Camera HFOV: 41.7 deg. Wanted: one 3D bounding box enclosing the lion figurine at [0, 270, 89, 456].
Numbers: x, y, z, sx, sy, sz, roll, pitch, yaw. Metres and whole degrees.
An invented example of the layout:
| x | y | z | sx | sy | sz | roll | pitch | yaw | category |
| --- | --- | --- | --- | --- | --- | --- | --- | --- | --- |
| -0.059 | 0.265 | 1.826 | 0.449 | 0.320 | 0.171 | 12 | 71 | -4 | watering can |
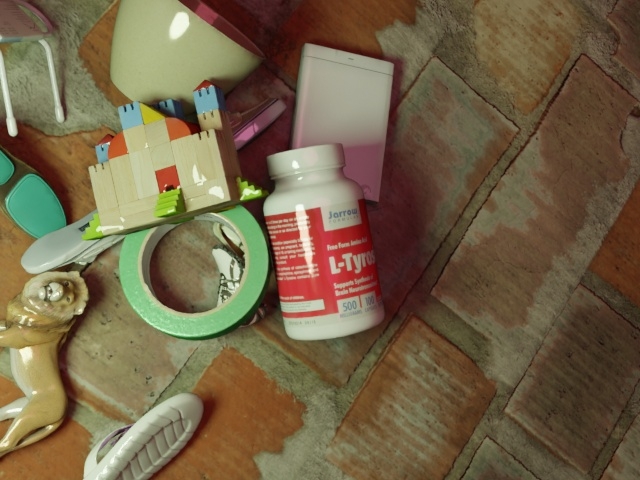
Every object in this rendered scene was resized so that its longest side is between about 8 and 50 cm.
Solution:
| x | y | z | sx | sy | sz | roll | pitch | yaw | category |
| --- | --- | --- | --- | --- | --- | --- | --- | --- | --- |
| -0.590 | 0.262 | 1.736 | 0.240 | 0.142 | 0.393 | -6 | 99 | -25 | lion figurine |

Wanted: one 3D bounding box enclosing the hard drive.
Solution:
| x | y | z | sx | sy | sz | roll | pitch | yaw | category |
| --- | --- | --- | --- | --- | --- | --- | --- | --- | --- |
| 0.047 | -0.280 | 2.029 | 0.232 | 0.047 | 0.353 | 10 | 81 | -16 | hard drive |

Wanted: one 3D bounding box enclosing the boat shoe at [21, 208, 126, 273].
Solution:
| x | y | z | sx | sy | sz | roll | pitch | yaw | category |
| --- | --- | --- | --- | --- | --- | --- | --- | --- | --- |
| -0.506 | 0.011 | 1.795 | 0.258 | 0.095 | 0.084 | -30 | 136 | -21 | boat shoe |

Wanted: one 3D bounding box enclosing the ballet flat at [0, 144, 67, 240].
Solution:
| x | y | z | sx | sy | sz | roll | pitch | yaw | category |
| --- | --- | --- | --- | --- | --- | --- | --- | --- | --- |
| -0.657 | -0.126 | 1.731 | 0.116 | 0.124 | 0.342 | -53 | 139 | -14 | ballet flat |

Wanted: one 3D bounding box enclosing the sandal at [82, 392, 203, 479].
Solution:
| x | y | z | sx | sy | sz | roll | pitch | yaw | category |
| --- | --- | --- | --- | --- | --- | --- | --- | --- | --- |
| -0.424 | 0.457 | 1.759 | 0.102 | 0.169 | 0.416 | 35 | 70 | 32 | sandal |

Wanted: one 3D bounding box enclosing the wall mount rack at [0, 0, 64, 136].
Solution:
| x | y | z | sx | sy | sz | roll | pitch | yaw | category |
| --- | --- | --- | --- | --- | --- | --- | --- | --- | --- |
| -0.649 | -0.379 | 1.727 | 0.130 | 0.350 | 0.304 | -42 | 94 | 19 | wall mount rack |

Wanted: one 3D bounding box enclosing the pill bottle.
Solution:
| x | y | z | sx | sy | sz | roll | pitch | yaw | category |
| --- | --- | --- | --- | --- | --- | --- | --- | --- | --- |
| 0.000 | 0.000 | 1.863 | 0.228 | 0.229 | 0.408 | -12 | 94 | -18 | pill bottle |

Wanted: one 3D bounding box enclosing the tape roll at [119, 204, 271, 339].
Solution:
| x | y | z | sx | sy | sz | roll | pitch | yaw | category |
| --- | --- | --- | --- | --- | --- | --- | --- | --- | --- |
| -0.269 | 0.054 | 1.822 | 0.321 | 0.077 | 0.322 | 0 | 77 | 0 | tape roll |

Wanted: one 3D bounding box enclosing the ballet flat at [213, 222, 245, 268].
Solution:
| x | y | z | sx | sy | sz | roll | pitch | yaw | category |
| --- | --- | --- | --- | --- | --- | --- | --- | --- | --- |
| -0.181 | 0.018 | 1.918 | 0.168 | 0.052 | 0.057 | 44 | 73 | -8 | ballet flat |

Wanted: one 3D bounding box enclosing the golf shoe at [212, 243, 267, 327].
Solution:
| x | y | z | sx | sy | sz | roll | pitch | yaw | category |
| --- | --- | --- | --- | --- | --- | --- | --- | --- | --- |
| -0.202 | 0.105 | 1.889 | 0.093 | 0.077 | 0.198 | -31 | 92 | -18 | golf shoe |

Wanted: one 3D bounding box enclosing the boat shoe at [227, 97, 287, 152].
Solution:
| x | y | z | sx | sy | sz | roll | pitch | yaw | category |
| --- | --- | --- | --- | --- | --- | --- | --- | --- | --- |
| -0.211 | -0.243 | 1.915 | 0.302 | 0.109 | 0.094 | -39 | 93 | -15 | boat shoe |

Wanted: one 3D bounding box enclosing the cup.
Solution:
| x | y | z | sx | sy | sz | roll | pitch | yaw | category |
| --- | --- | --- | --- | --- | --- | --- | --- | --- | --- |
| -0.319 | -0.400 | 1.816 | 0.331 | 0.331 | 0.237 | 36 | 102 | -10 | cup |

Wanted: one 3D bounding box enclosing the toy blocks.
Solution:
| x | y | z | sx | sy | sz | roll | pitch | yaw | category |
| --- | --- | --- | --- | --- | --- | --- | --- | --- | --- |
| -0.322 | -0.170 | 1.707 | 0.381 | 0.190 | 0.261 | -15 | 86 | 16 | toy blocks |
